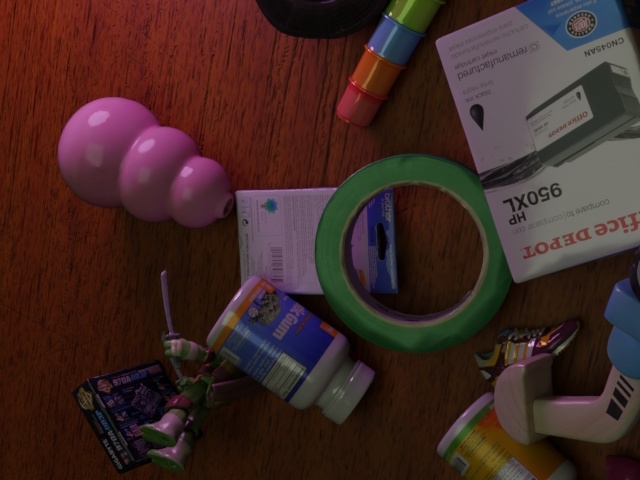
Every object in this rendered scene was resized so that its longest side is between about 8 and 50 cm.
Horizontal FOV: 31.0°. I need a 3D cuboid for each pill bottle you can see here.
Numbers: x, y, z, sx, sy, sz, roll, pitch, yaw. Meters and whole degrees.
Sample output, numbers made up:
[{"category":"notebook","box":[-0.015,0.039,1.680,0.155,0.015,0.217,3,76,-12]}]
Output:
[{"category":"pill bottle","box":[0.317,0.369,1.827,0.246,0.136,0.136,42,112,18]},{"category":"pill bottle","box":[-0.046,0.193,1.976,0.272,0.152,0.152,34,110,2]}]

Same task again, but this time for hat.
[{"category":"hat","box":[0.004,-0.506,1.915,0.331,0.134,0.331,13,119,24]}]

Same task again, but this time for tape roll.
[{"category":"tape roll","box":[0.154,0.019,1.866,0.321,0.077,0.321,1,97,10]}]

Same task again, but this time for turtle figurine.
[{"category":"turtle figurine","box":[-0.256,0.255,2.061,0.275,0.266,0.198,36,144,-10]}]

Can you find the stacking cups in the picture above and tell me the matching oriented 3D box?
[{"category":"stacking cups","box":[0.124,-0.334,1.902,0.096,0.096,0.316,39,116,20]}]

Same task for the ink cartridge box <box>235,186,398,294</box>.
[{"category":"ink cartridge box","box":[0.000,0.000,2.005,0.311,0.065,0.185,0,95,30]}]

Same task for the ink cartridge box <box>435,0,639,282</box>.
[{"category":"ink cartridge box","box":[0.380,-0.163,1.726,0.286,0.166,0.394,-20,86,27]}]

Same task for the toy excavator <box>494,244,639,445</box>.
[{"category":"toy excavator","box":[0.467,0.175,1.593,0.433,0.222,0.445,33,120,36]}]

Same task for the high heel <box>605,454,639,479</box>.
[{"category":"high heel","box":[0.452,0.458,1.790,0.117,0.082,0.244,25,102,17]}]

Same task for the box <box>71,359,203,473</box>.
[{"category":"box","box":[-0.332,0.320,2.121,0.051,0.220,0.175,-39,77,25]}]

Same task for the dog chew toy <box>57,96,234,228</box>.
[{"category":"dog chew toy","box":[-0.308,-0.126,2.086,0.332,0.207,0.206,26,106,16]}]

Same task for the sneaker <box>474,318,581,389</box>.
[{"category":"sneaker","box":[0.328,0.166,1.841,0.185,0.069,0.084,-41,81,24]}]
